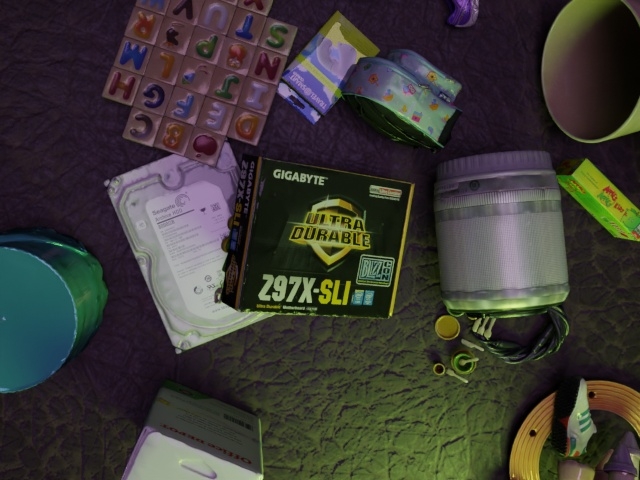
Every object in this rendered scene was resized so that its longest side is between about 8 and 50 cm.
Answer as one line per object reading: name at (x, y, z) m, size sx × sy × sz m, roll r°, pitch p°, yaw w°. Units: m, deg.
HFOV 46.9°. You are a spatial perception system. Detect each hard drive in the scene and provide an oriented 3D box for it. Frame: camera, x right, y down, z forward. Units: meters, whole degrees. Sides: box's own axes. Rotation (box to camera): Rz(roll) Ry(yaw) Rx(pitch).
hard drive at (-0.215, 0.006, 1.336) m, size 0.237 × 0.064 × 0.339 m, roll -21°, pitch 97°, yaw -4°

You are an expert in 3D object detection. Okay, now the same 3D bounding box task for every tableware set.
tableware set at (0.261, 0.189, 1.405) m, size 0.104 × 0.024 × 0.154 m, roll 25°, pitch 104°, yaw 16°

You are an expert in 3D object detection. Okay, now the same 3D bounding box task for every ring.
ring at (0.536, 0.439, 1.471) m, size 0.336 × 0.032 × 0.337 m, roll 0°, pitch 95°, yaw -5°

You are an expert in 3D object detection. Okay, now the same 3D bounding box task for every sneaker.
sneaker at (0.495, 0.338, 1.421) m, size 0.075 × 0.057 × 0.161 m, roll 7°, pitch 93°, yaw -23°
sneaker at (0.248, -0.473, 1.335) m, size 0.071 × 0.068 × 0.170 m, roll -4°, pitch 97°, yaw 0°

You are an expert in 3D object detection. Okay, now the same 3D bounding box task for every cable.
cable at (0.382, 0.165, 1.426) m, size 0.184 × 0.047 × 0.151 m, roll -14°, pitch 105°, yaw 0°

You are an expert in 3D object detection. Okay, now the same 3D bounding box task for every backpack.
backpack at (0.137, -0.251, 1.281) m, size 0.188 × 0.166 × 0.144 m, roll 21°, pitch 96°, yaw -24°

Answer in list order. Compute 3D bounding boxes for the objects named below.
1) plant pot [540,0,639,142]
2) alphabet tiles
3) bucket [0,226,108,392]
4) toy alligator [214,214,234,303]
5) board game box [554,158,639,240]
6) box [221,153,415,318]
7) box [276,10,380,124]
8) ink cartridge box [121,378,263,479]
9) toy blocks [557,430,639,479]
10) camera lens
plant pot at (0.585, -0.314, 1.314) m, size 0.274 × 0.256 × 0.256 m, roll -8°, pitch 97°, yaw -22°
alphabet tiles at (-0.210, -0.314, 1.297) m, size 0.285 × 0.011 × 0.343 m, roll 18°, pitch 85°, yaw -1°
bucket at (-0.514, 0.115, 1.254) m, size 0.281 × 0.183 × 0.281 m, roll -1°, pitch 96°, yaw -6°
toy alligator at (-0.140, 0.022, 1.289) m, size 0.051 × 0.056 × 0.190 m, roll 12°, pitch 95°, yaw -48°
board game box at (0.528, -0.078, 1.388) m, size 0.181 × 0.092 × 0.043 m, roll 42°, pitch 89°, yaw -8°
box at (0.000, 0.000, 1.286) m, size 0.322 × 0.079 × 0.257 m, roll 7°, pitch 97°, yaw -33°
box at (0.009, -0.311, 1.337) m, size 0.109 × 0.042 × 0.178 m, roll 41°, pitch 90°, yaw -8°
ink cartridge box at (-0.212, 0.359, 1.261) m, size 0.201 × 0.278 × 0.117 m, roll 25°, pitch 92°, yaw -7°
toy blocks at (0.539, 0.474, 1.371) m, size 0.288 × 0.309 × 0.260 m, roll 23°, pitch 64°, yaw -19°
camera lens at (0.314, -0.006, 1.300) m, size 0.219 × 0.219 × 0.274 m, roll -5°, pitch 88°, yaw -5°
